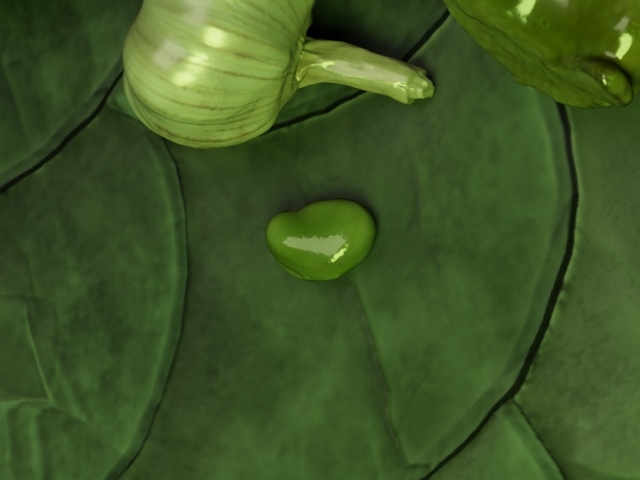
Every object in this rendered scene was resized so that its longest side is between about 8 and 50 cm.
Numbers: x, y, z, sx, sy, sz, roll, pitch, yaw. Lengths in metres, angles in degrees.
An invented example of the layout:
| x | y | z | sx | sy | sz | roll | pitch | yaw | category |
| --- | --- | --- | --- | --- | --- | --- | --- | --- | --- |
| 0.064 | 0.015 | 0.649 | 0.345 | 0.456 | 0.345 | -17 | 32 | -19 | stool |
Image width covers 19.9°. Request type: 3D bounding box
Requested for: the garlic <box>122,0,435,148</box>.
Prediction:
| x | y | z | sx | sy | sz | roll | pitch | yaw | category |
| --- | --- | --- | --- | --- | --- | --- | --- | --- | --- |
| -0.024 | -0.149 | 1.318 | 0.226 | 0.199 | 0.199 | 16 | 85 | 1 | garlic |

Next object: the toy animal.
| x | y | z | sx | sy | sz | roll | pitch | yaw | category |
| --- | --- | --- | --- | --- | --- | --- | --- | --- | --- |
| 0.214 | -0.258 | 1.152 | 0.181 | 0.180 | 0.363 | 33 | 99 | 19 | toy animal |

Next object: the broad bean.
| x | y | z | sx | sy | sz | roll | pitch | yaw | category |
| --- | --- | --- | --- | --- | --- | --- | --- | --- | --- |
| 0.000 | 0.000 | 1.305 | 0.083 | 0.045 | 0.063 | -7 | 61 | 23 | broad bean |
